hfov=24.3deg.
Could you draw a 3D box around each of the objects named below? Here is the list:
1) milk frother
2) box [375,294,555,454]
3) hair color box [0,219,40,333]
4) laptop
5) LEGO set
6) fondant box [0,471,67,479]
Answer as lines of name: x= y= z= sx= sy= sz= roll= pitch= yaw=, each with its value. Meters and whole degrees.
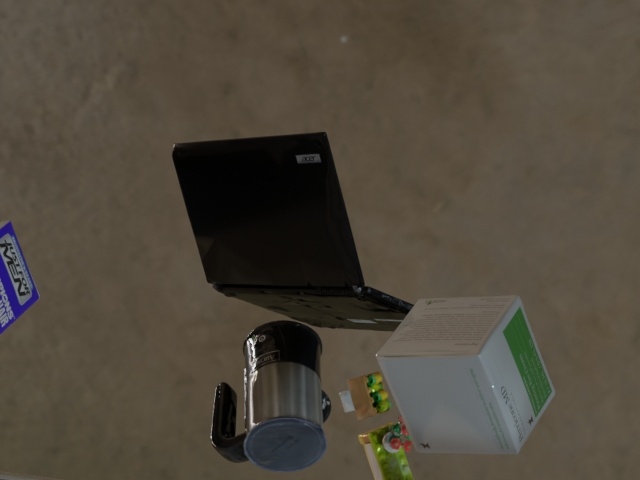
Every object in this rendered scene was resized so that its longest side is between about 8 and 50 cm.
milk frother: x=-0.029 y=0.182 z=1.527 sx=0.143 sy=0.135 sz=0.129 roll=31 pitch=125 yaw=-28
box: x=0.118 y=0.108 z=1.203 sx=0.102 sy=0.087 sz=0.101 roll=-4 pitch=119 yaw=37
hair color box: x=-0.450 y=0.096 z=1.548 sx=0.185 sy=0.339 sz=0.110 roll=-14 pitch=107 yaw=18
laptop: x=0.000 y=0.000 z=1.537 sx=0.234 sy=0.264 sz=0.137 roll=0 pitch=74 yaw=46
LEGO set: x=0.076 y=0.283 z=1.609 sx=0.107 sy=0.132 sz=0.287 roll=-24 pitch=49 yaw=61
fondant box: x=-0.080 y=0.262 z=1.060 sx=0.330 sy=0.096 sz=0.238 roll=6 pitch=153 yaw=4
